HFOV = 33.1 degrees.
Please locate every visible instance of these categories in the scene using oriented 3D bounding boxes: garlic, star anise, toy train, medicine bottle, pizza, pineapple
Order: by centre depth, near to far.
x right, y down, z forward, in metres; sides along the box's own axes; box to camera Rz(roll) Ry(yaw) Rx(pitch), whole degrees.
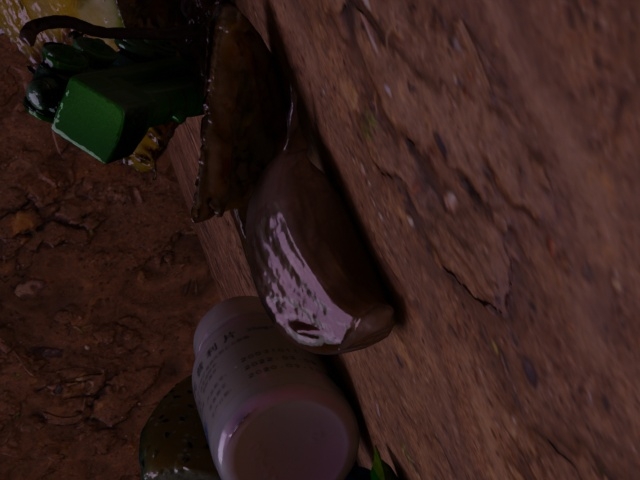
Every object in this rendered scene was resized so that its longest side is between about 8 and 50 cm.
[{"bbox_3d":[-0.005,-0.006,0.836,0.128,0.090,0.198,136,121,-64],"label":"garlic"},{"bbox_3d":[-0.067,-0.089,0.861,0.176,0.036,0.185,-68,-26,-47],"label":"pizza"},{"bbox_3d":[-0.164,-0.164,0.985,0.218,0.227,0.148,162,93,-70],"label":"star anise"},{"bbox_3d":[-0.180,-0.143,1.037,0.119,0.085,0.251,32,-157,12],"label":"toy train"},{"bbox_3d":[-0.067,0.183,1.310,0.293,0.170,0.170,-123,15,-65],"label":"medicine bottle"},{"bbox_3d":[-0.244,-0.299,1.424,0.344,0.209,0.286,46,144,-4],"label":"pineapple"}]

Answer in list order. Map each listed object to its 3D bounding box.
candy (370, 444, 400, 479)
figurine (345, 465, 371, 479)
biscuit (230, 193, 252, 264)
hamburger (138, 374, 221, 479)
[{"bbox_3d":[0.088,0.306,1.095,0.102,0.032,0.178,-130,21,-65],"label":"candy"},{"bbox_3d":[0.042,0.320,1.285,0.086,0.087,0.149,30,166,5],"label":"figurine"},{"bbox_3d":[-0.092,-0.060,1.226,0.215,0.034,0.182,79,177,-52],"label":"biscuit"},{"bbox_3d":[-0.155,0.290,1.446,0.288,0.192,0.168,-102,28,-61],"label":"hamburger"}]
